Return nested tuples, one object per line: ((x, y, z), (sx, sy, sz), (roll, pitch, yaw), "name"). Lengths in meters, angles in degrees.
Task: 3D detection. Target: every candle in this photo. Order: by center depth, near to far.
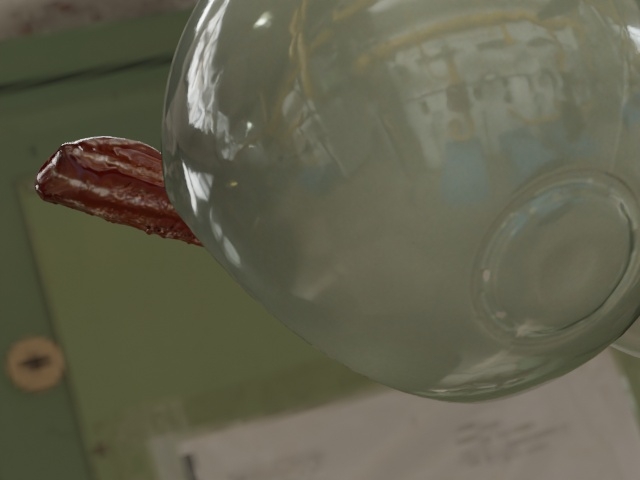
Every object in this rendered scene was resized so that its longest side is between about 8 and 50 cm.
((0.000, 0.000, 1.102), (0.329, 0.048, 0.051), (16, -75, -19), "candle")

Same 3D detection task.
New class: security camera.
((0.061, -0.043, 0.682), (0.236, 0.194, 0.194), (-5, -24, -28), "security camera")
